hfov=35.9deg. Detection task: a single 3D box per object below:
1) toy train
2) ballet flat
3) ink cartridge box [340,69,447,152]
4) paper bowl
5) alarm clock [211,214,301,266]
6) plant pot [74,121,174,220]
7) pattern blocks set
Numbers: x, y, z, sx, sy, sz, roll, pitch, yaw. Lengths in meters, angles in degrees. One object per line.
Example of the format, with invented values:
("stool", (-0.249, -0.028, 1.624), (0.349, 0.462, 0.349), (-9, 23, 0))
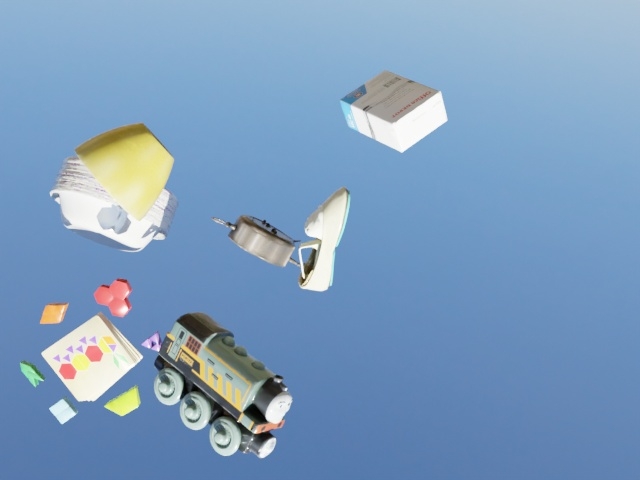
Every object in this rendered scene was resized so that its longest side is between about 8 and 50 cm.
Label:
("toy train", (-0.201, 0.291, 2.000), (0.334, 0.190, 0.142), (34, -163, 30))
("ballet flat", (0.000, 0.000, 1.953), (0.086, 0.249, 0.086), (7, -145, -5))
("ink cartridge box", (0.157, -0.283, 2.137), (0.139, 0.082, 0.190), (-35, -139, -19))
("paper bowl", (-0.483, -0.072, 2.277), (0.284, 0.148, 0.284), (17, 168, 4))
("alarm clock", (-0.129, -0.010, 1.938), (0.192, 0.064, 0.129), (23, -171, -26))
("plant pot", (-0.260, -0.108, 1.371), (0.134, 0.095, 0.134), (49, 178, 3))
("pattern blocks set", (-0.483, 0.246, 2.096), (0.324, 0.286, 0.026), (-25, -169, 17))
